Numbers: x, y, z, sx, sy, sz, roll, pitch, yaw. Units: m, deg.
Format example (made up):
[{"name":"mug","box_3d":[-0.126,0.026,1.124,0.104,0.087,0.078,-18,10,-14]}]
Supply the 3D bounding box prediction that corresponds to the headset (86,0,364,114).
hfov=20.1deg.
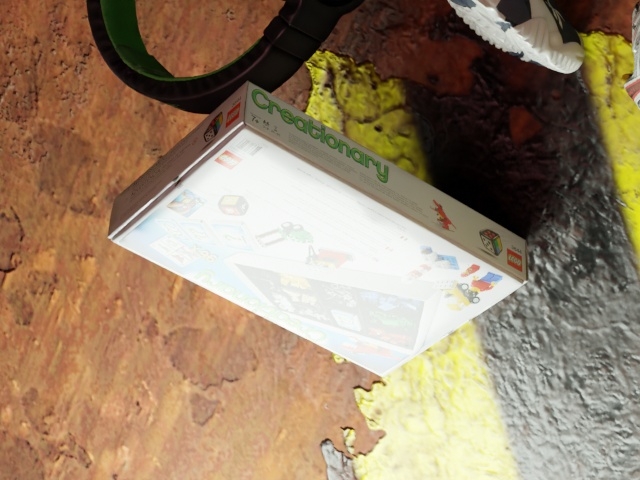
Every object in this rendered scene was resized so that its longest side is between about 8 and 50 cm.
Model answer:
[{"name":"headset","box_3d":[-0.058,-0.292,1.450,0.243,0.185,0.394,44,103,34]}]

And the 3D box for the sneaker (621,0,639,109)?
[{"name":"sneaker","box_3d":[0.275,-0.174,1.349,0.093,0.088,0.225,45,141,33]}]

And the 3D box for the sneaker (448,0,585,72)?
[{"name":"sneaker","box_3d":[0.150,-0.247,1.415,0.235,0.094,0.153,36,87,-19]}]

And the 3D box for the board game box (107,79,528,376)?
[{"name":"board game box","box_3d":[0.000,0.000,1.534,0.305,0.053,0.193,28,135,-28]}]
